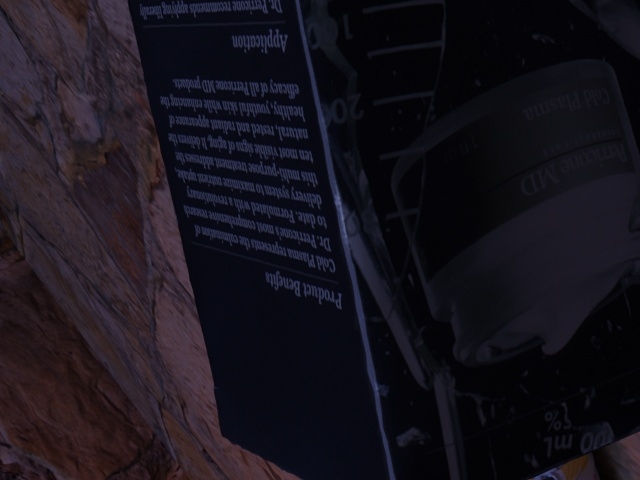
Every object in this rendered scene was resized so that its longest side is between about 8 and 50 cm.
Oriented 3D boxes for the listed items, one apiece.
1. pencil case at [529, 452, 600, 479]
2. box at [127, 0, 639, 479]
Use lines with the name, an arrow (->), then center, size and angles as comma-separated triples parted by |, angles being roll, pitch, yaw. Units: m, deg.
pencil case -> 0.323, 0.368, 1.857 | 0.124, 0.113, 0.273 | -121, 7, -73
box -> 0.141, -0.117, 1.093 | 0.297, 0.480, 0.472 | 16, 120, 60
